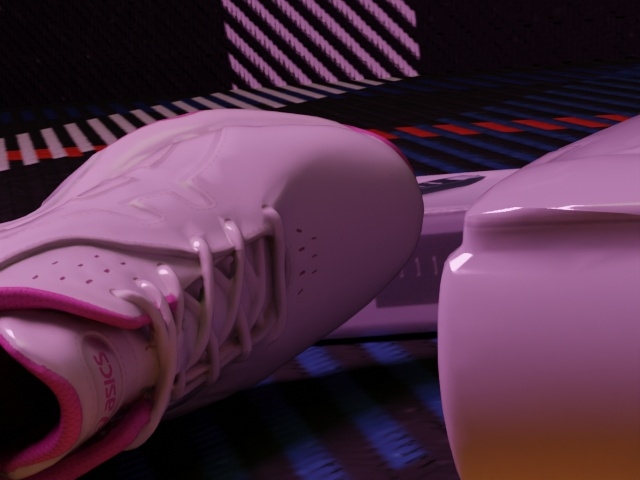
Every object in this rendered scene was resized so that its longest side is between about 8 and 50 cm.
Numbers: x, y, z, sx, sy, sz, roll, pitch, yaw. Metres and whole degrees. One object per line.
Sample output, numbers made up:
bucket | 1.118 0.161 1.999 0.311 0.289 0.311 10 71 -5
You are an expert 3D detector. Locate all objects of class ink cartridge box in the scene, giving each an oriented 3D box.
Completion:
ink cartridge box | 0.000 0.000 0.966 0.275 0.060 0.239 -5 10 16

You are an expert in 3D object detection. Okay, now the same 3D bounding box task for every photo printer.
photo printer | 0.220 0.010 0.529 0.307 0.107 0.256 -2 10 27

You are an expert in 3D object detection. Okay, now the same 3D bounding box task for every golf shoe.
golf shoe | -0.074 0.034 0.685 0.306 0.115 0.140 -19 24 -29
